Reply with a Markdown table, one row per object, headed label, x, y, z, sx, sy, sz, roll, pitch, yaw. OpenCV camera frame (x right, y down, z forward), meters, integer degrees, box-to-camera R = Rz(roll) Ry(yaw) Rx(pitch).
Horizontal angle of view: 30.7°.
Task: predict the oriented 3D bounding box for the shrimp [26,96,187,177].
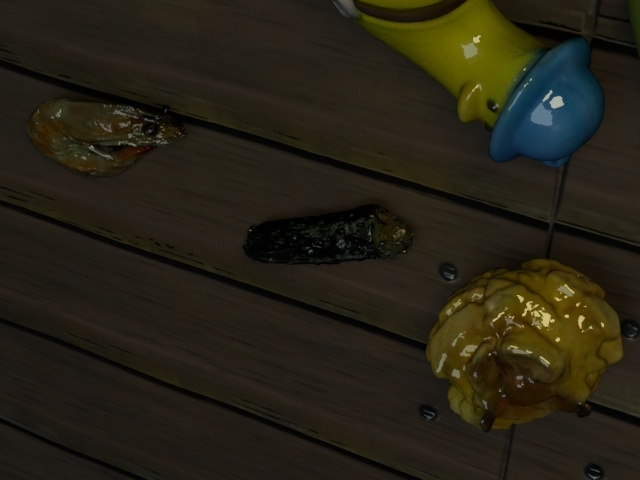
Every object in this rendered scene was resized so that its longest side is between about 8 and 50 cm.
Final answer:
| label | x | y | z | sx | sy | sz | roll | pitch | yaw |
| --- | --- | --- | --- | --- | --- | --- | --- | --- | --- |
| shrimp | -0.207 | -0.102 | 1.141 | 0.190 | 0.042 | 0.101 | -2 | 137 | 30 |

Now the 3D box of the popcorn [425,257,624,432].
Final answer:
| label | x | y | z | sx | sy | sz | roll | pitch | yaw |
| --- | --- | --- | --- | --- | --- | --- | --- | --- | --- |
| popcorn | 0.167 | 0.091 | 0.979 | 0.148 | 0.152 | 0.167 | 25 | 132 | -20 |

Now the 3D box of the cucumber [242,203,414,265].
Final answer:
| label | x | y | z | sx | sy | sz | roll | pitch | yaw |
| --- | --- | --- | --- | --- | --- | --- | --- | --- | --- |
| cucumber | 0.000 | 0.000 | 1.076 | 0.181 | 0.053 | 0.053 | -7 | 114 | 36 |

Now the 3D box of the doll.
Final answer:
| label | x | y | z | sx | sy | sz | roll | pitch | yaw |
| --- | --- | --- | --- | --- | --- | --- | --- | --- | --- |
| doll | 0.083 | -0.196 | 0.868 | 0.363 | 0.145 | 0.199 | 51 | 170 | -17 |

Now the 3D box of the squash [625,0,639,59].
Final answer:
| label | x | y | z | sx | sy | sz | roll | pitch | yaw |
| --- | --- | --- | --- | --- | --- | --- | --- | --- | --- |
| squash | 0.245 | -0.193 | 0.792 | 0.094 | 0.094 | 0.341 | -7 | 111 | 33 |
